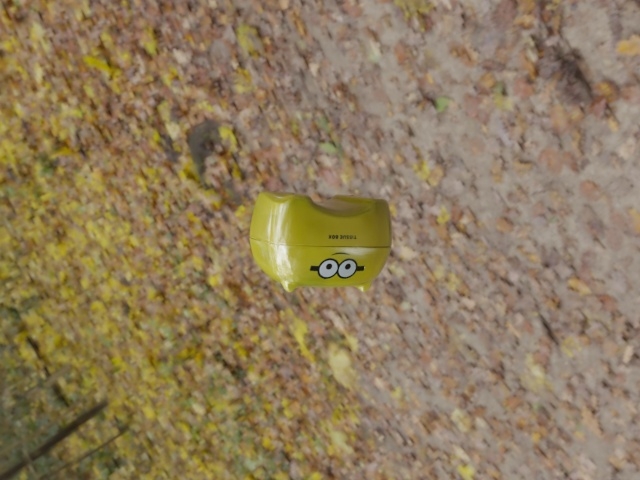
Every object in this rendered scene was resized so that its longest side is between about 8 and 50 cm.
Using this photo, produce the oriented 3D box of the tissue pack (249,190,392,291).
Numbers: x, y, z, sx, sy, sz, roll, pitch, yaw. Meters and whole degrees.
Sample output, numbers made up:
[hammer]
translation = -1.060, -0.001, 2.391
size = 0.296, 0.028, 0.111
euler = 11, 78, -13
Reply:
[tissue pack]
translation = 0.000, 0.000, 1.126
size = 0.123, 0.178, 0.127
euler = 19, 105, 62
